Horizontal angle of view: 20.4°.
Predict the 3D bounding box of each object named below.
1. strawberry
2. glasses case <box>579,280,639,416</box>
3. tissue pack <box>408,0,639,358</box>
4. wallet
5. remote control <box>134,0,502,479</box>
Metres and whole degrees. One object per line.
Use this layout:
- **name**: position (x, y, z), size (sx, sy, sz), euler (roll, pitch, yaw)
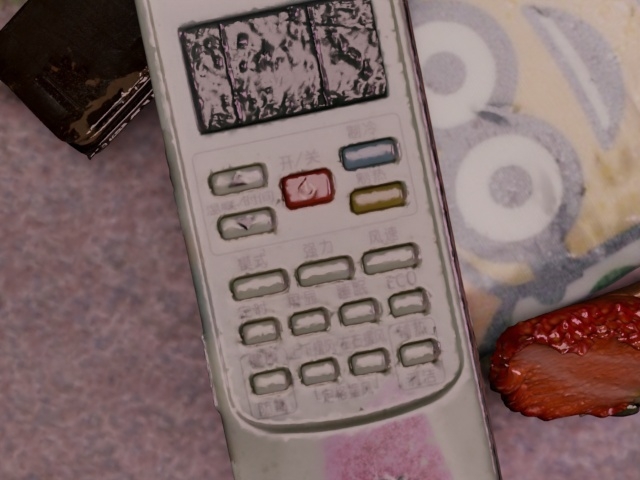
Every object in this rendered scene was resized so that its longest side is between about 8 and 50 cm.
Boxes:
- **strawberry**: position (0.148, 0.063, 0.992), size (0.104, 0.152, 0.048), euler (-35, 54, 30)
- **glasses case**: position (0.223, 0.045, 1.066), size (0.170, 0.041, 0.064), euler (-20, 102, 0)
- **tissue pack**: position (0.097, -0.068, 1.026), size (0.311, 0.128, 0.228), euler (-30, 90, 3)
- **wallet**: position (-0.095, -0.164, 1.051), size (0.232, 0.031, 0.122), euler (-47, 58, -1)
- **remote control**: position (0.000, 0.000, 0.942), size (0.145, 0.050, 0.344), euler (-12, 93, 3)
